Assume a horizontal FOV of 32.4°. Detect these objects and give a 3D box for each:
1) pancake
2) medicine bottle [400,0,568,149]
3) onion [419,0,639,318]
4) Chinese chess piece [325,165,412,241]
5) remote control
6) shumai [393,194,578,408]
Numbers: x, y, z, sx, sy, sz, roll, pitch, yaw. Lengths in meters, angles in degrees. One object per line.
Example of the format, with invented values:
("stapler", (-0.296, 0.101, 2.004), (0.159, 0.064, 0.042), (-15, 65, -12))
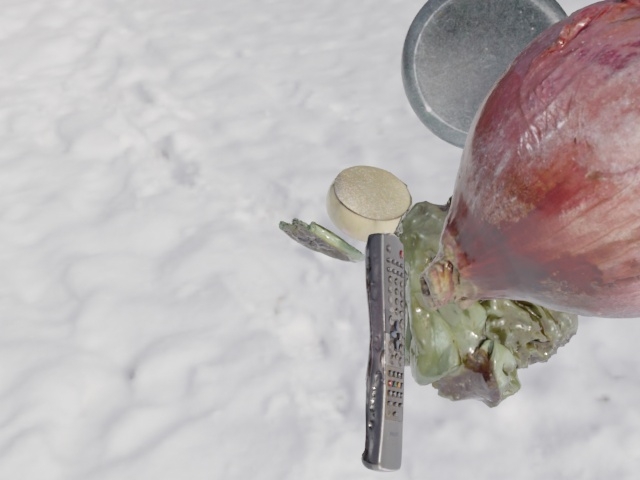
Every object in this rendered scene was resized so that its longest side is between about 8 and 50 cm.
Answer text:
("pancake", (0.005, 0.002, 1.462), (0.116, 0.022, 0.129), (29, -9, -14))
("medicine bottle", (0.160, -0.149, 0.988), (0.142, 0.141, 0.293), (-5, 4, 13))
("onion", (0.132, -0.024, 0.546), (0.195, 0.159, 0.159), (-35, 21, 0))
("Chinese chess piece", (0.068, -0.051, 1.552), (0.122, 0.051, 0.122), (9, 44, -8))
("remote control", (0.056, 0.098, 0.978), (0.028, 0.212, 0.059), (-5, -14, 28))
("shumai", (0.168, 0.090, 1.287), (0.189, 0.256, 0.218), (-22, 38, 55))
